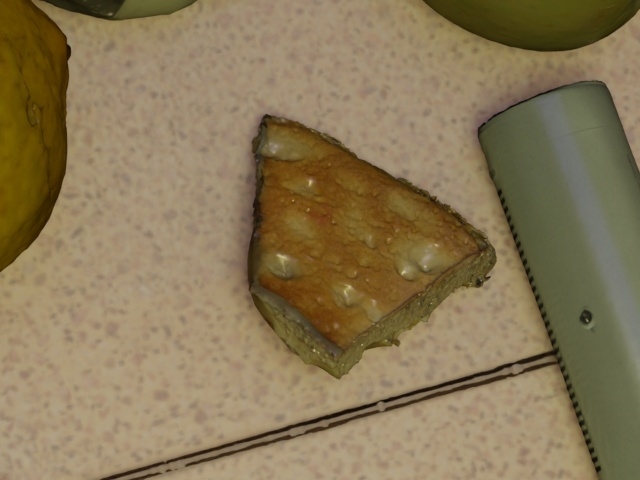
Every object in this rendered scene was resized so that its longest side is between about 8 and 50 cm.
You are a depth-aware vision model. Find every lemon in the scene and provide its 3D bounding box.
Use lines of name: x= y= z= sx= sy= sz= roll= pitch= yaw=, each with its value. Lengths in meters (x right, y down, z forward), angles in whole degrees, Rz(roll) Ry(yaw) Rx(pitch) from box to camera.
lemon: x=-0.303 y=-0.079 z=1.333 sx=0.293 sy=0.293 sz=0.293 roll=2 pitch=75 yaw=-7

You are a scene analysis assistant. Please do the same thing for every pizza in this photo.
pizza: x=0.000 y=0.007 z=1.458 sx=0.204 sy=0.080 sz=0.188 roll=39 pitch=50 yaw=14

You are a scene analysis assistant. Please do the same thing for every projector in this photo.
projector: x=0.214 y=0.056 z=1.453 sx=0.108 sy=0.108 sz=0.337 roll=-16 pitch=78 yaw=-12

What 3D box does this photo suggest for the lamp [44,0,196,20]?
lamp: x=-0.163 y=-0.210 z=1.458 sx=0.250 sy=0.101 sz=0.101 roll=0 pitch=73 yaw=-33

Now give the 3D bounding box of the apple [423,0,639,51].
apple: x=0.163 y=-0.276 z=1.478 sx=0.279 sy=0.279 sz=0.279 roll=2 pitch=75 yaw=-7
